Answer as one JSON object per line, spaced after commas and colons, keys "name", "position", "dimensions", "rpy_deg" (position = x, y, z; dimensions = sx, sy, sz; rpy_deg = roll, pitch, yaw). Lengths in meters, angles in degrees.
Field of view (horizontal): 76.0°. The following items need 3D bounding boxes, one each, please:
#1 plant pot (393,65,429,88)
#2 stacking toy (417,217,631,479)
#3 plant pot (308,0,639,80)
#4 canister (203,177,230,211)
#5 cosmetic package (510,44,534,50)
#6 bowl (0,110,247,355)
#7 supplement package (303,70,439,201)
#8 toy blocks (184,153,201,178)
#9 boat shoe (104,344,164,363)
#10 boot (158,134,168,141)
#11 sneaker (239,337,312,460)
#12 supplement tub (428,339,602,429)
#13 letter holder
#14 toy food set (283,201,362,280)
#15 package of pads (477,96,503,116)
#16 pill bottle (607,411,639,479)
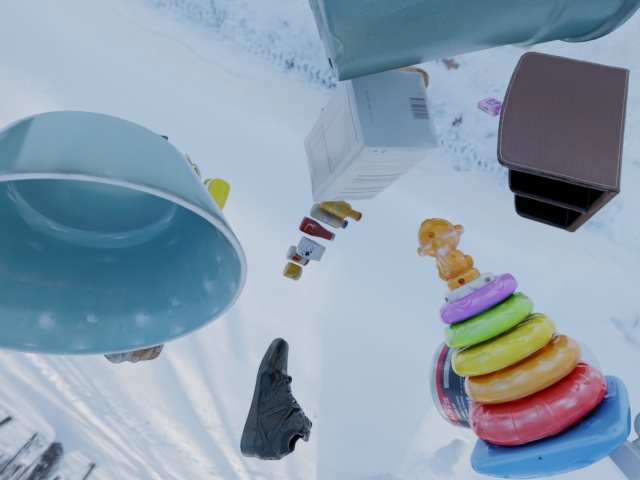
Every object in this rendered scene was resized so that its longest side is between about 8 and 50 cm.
{"name": "plant pot", "position": [0.176, -0.389, 1.104], "dimensions": [0.236, 0.236, 0.032], "rpy_deg": [-39, 68, 47]}
{"name": "stacking toy", "position": [0.208, 0.104, 0.508], "dimensions": [0.175, 0.166, 0.301], "rpy_deg": [-36, 77, 31]}
{"name": "plant pot", "position": [0.142, -0.365, 0.485], "dimensions": [0.334, 0.341, 0.341], "rpy_deg": [-16, 125, 4]}
{"name": "canister", "position": [-0.352, -0.140, 1.332], "dimensions": [0.073, 0.126, 0.170], "rpy_deg": [22, 176, -23]}
{"name": "cosmetic package", "position": [0.661, -0.731, 1.203], "dimensions": [0.160, 0.113, 0.309], "rpy_deg": [4, 154, -23]}
{"name": "bowl", "position": [-0.244, -0.013, 0.446], "dimensions": [0.312, 0.163, 0.311], "rpy_deg": [-10, 144, -7]}
{"name": "supplement package", "position": [0.074, -0.172, 0.733], "dimensions": [0.134, 0.139, 0.244], "rpy_deg": [-4, 168, -20]}
{"name": "toy blocks", "position": [-0.450, -0.200, 1.228], "dimensions": [0.123, 0.148, 0.054], "rpy_deg": [44, 148, 39]}
{"name": "boat shoe", "position": [-0.348, 0.097, 0.867], "dimensions": [0.123, 0.324, 0.116], "rpy_deg": [6, 164, 41]}
{"name": "boot", "position": [-0.262, -0.099, 0.688], "dimensions": [0.084, 0.246, 0.161], "rpy_deg": [8, 100, 14]}
{"name": "sneaker", "position": [-0.067, 0.311, 0.807], "dimensions": [0.130, 0.227, 0.087], "rpy_deg": [3, 153, 15]}
{"name": "supplement tub", "position": [0.371, 0.282, 0.803], "dimensions": [0.191, 0.191, 0.272], "rpy_deg": [47, 146, -16]}
{"name": "letter holder", "position": [0.452, -0.204, 0.821], "dimensions": [0.215, 0.301, 0.152], "rpy_deg": [18, 156, 11]}
{"name": "toy food set", "position": [0.000, 0.000, 1.025], "dimensions": [0.105, 0.111, 0.232], "rpy_deg": [24, 99, -19]}
{"name": "package of pads", "position": [0.549, -0.429, 1.312], "dimensions": [0.050, 0.083, 0.032], "rpy_deg": [-24, 130, -5]}
{"name": "pill bottle", "position": [0.434, 0.218, 0.444], "dimensions": [0.208, 0.117, 0.117], "rpy_deg": [-37, 109, 10]}
